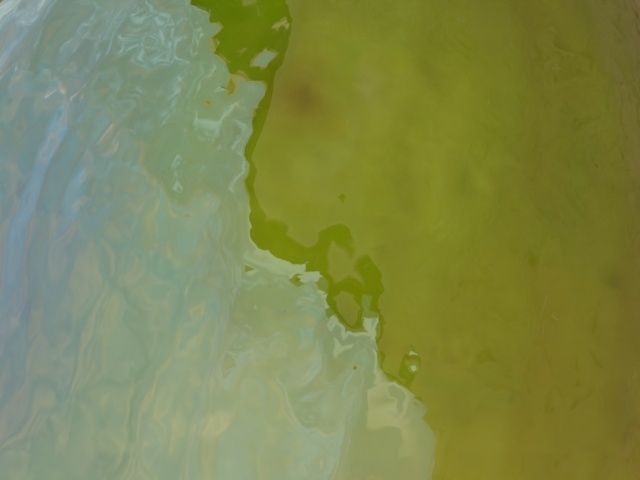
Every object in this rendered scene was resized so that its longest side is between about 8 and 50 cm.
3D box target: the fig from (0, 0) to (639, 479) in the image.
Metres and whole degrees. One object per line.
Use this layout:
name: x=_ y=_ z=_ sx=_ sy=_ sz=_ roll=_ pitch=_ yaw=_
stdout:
fig: x=0.002 y=0.006 z=0.719 sx=0.343 sy=0.343 sz=0.343 roll=54 pitch=157 yaw=35
